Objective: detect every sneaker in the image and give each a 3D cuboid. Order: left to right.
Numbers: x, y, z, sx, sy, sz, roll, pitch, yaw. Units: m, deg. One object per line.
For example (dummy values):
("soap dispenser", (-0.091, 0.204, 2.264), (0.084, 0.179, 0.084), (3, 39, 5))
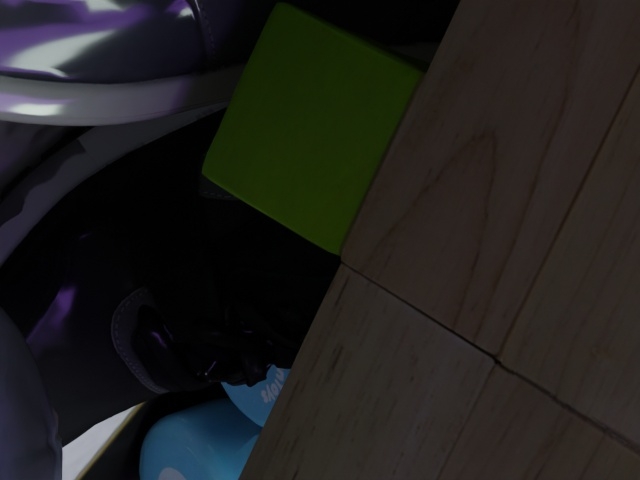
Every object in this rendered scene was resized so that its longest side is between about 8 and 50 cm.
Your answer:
("sneaker", (-0.030, -0.101, 0.450), (0.222, 0.083, 0.118), (-8, 123, -33))
("sneaker", (0.000, 0.000, 0.571), (0.283, 0.124, 0.107), (-39, 153, 3))

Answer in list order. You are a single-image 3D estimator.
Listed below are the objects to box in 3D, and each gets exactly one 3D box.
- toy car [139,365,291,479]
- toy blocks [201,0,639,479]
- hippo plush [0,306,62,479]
("toy car", (0.086, 0.107, 0.721), (0.219, 0.238, 0.210), (-16, 147, -35))
("toy blocks", (0.110, 0.038, 0.487), (0.261, 0.191, 0.381), (10, 109, -56))
("hippo plush", (-0.141, 0.120, 0.457), (0.236, 0.234, 0.294), (-2, 107, -67))
